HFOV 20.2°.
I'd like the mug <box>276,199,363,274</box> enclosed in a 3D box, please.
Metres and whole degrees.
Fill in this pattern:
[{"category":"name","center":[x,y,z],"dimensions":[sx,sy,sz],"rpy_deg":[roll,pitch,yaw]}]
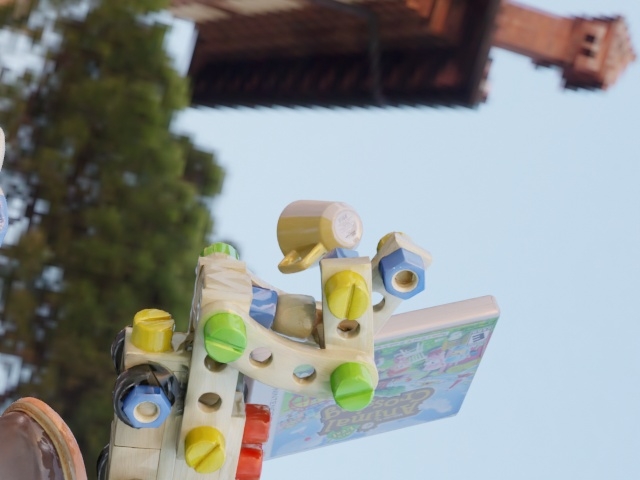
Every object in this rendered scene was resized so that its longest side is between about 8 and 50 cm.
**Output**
[{"category":"mug","center":[0.003,-0.001,1.576],"dimensions":[0.064,0.062,0.078],"rpy_deg":[-8,-114,51]}]

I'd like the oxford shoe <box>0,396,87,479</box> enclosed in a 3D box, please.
[{"category":"oxford shoe","center":[-0.290,0.288,1.427],"dimensions":[0.130,0.133,0.363],"rpy_deg":[35,-63,27]}]

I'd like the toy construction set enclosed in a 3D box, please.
[{"category":"toy construction set","center":[-0.046,0.143,1.283],"dimensions":[0.151,0.215,0.327],"rpy_deg":[-121,-143,-73]}]

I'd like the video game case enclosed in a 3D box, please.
[{"category":"video game case","center":[0.034,0.122,1.519],"dimensions":[0.193,0.212,0.023],"rpy_deg":[103,-29,-57]}]

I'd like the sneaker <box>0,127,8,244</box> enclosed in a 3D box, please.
[{"category":"sneaker","center":[-0.159,0.004,0.657],"dimensions":[0.185,0.084,0.069],"rpy_deg":[125,-31,-66]}]
